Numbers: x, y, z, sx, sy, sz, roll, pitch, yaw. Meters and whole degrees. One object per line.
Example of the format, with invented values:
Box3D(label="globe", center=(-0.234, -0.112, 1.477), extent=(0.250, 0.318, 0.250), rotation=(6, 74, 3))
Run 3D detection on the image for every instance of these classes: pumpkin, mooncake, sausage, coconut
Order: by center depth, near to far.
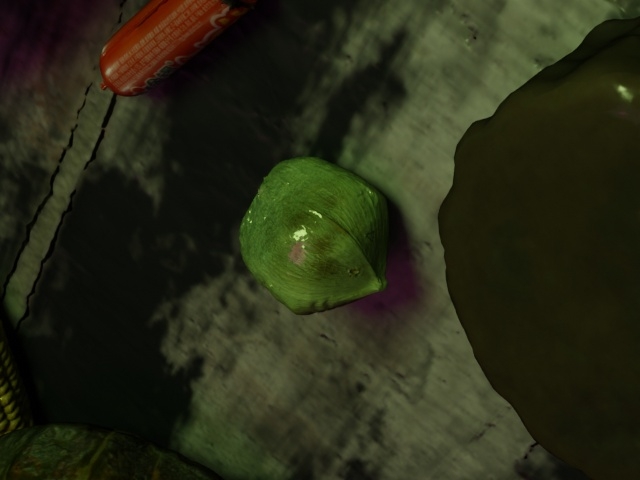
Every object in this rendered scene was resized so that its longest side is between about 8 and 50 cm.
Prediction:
Box3D(label="mooncake", center=(0.175, 0.004, 0.645), extent=(0.228, 0.124, 0.228), rotation=(22, 128, 31))
Box3D(label="coconut", center=(0.000, 0.000, 0.797), extent=(0.096, 0.088, 0.088), rotation=(34, 133, 20))
Box3D(label="sausage", center=(-0.090, -0.120, 0.808), extent=(0.048, 0.050, 0.145), rotation=(21, 146, -33))
Box3D(label="pumpkin", center=(-0.159, 0.232, 1.006), extent=(0.260, 0.189, 0.260), rotation=(5, 129, 6))

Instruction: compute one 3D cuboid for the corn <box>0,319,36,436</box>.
Box3D(label="corn", center=(-0.274, 0.130, 1.076), extent=(0.093, 0.093, 0.244), rotation=(11, 128, 31))
